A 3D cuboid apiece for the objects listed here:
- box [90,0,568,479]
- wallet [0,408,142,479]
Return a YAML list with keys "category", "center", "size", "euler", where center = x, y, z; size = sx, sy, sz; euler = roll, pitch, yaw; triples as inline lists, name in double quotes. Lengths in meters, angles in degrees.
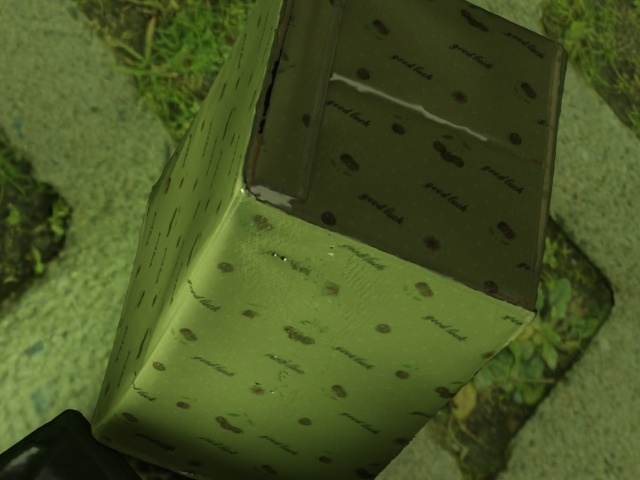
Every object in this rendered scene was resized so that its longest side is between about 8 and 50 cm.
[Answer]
- category: "box"
  center: [0.000, 0.000, 1.036]
  size: [0.190, 0.297, 0.225]
  euler: [21, 51, -11]
- category: "wallet"
  center: [-0.198, 0.231, 1.018]
  size: [0.245, 0.052, 0.168]
  euler: [-35, 80, -28]
